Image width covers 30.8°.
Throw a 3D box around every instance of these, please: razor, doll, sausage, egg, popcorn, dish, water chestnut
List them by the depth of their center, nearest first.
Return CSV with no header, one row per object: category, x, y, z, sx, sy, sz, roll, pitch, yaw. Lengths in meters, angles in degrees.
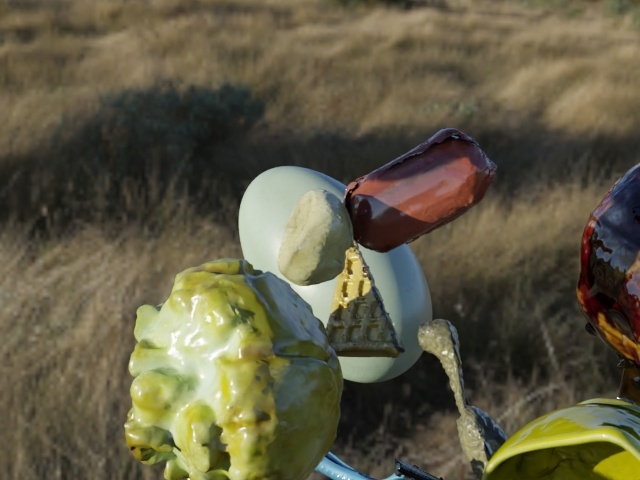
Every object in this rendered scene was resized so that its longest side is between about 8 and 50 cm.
dish,0.186,0.163,0.758,0.148,0.208,0.080,21,51,18
sausage,0.084,-0.042,1.014,0.141,0.076,0.076,-31,9,10
popcorn,-0.073,0.128,1.054,0.183,0.221,0.204,-23,-38,15
water chestnut,0.404,0.080,1.214,0.335,0.347,0.335,36,17,-13
doll,0.185,0.230,1.307,0.091,0.286,0.202,-20,6,-7
razor,0.029,0.261,1.336,0.082,0.042,0.253,30,-17,-36
egg,0.017,0.044,1.736,0.371,0.230,0.230,54,33,15

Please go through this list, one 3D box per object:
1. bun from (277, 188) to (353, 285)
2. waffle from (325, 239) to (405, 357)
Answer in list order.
bun,0.000,0.000,0.976,0.054,0.086,0.086,22,8,-15
waffle,0.054,0.052,1.207,0.097,0.153,0.023,-6,-35,31
